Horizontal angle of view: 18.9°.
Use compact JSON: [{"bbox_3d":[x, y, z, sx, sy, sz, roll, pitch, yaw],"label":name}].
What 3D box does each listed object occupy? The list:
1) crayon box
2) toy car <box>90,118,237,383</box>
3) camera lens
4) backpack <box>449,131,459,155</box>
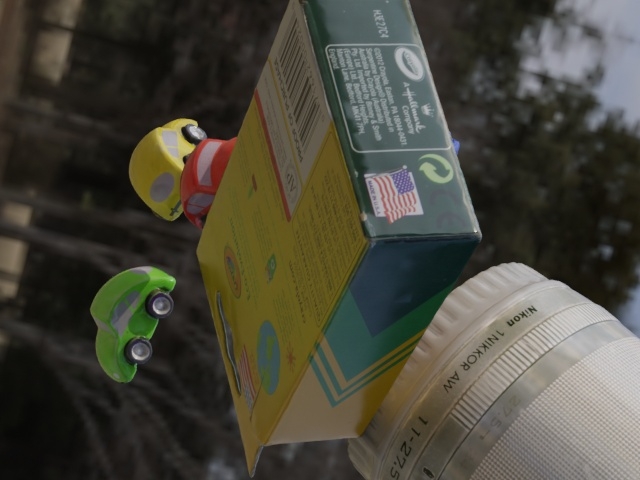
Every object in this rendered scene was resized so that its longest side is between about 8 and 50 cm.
[{"bbox_3d":[0.000,0.000,1.299,0.318,0.081,0.202,117,-36,-54],"label":"crayon box"},{"bbox_3d":[-0.133,0.005,1.548,0.225,0.053,0.239,-66,-158,-1],"label":"toy car"},{"bbox_3d":[0.183,0.174,1.365,0.219,0.274,0.219,-37,151,-24],"label":"camera lens"},{"bbox_3d":[0.082,-0.060,1.939,0.101,0.098,0.120,-43,157,-58],"label":"backpack"}]
